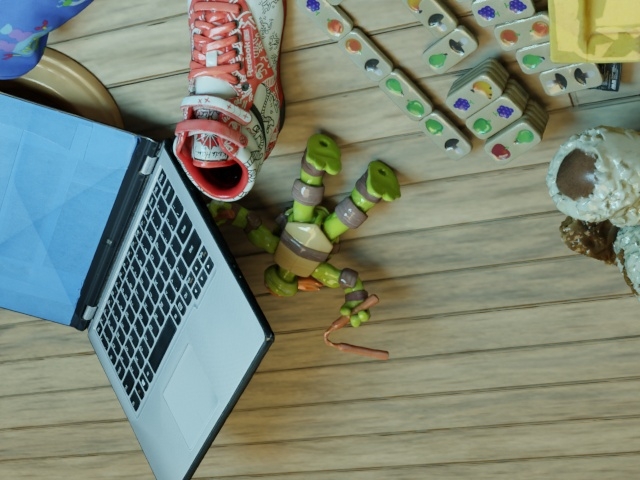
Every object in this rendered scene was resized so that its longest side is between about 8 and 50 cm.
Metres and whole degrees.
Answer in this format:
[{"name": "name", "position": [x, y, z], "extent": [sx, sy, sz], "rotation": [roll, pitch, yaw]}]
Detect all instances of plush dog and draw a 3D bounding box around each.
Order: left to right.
[{"name": "plush dog", "position": [0.357, -0.007, 1.340], "extent": [0.262, 0.210, 0.225], "rotation": [41, 153, 19]}]

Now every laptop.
[{"name": "laptop", "position": [-0.290, 0.066, 1.533], "extent": [0.408, 0.236, 0.382], "rotation": [60, 145, 24]}]

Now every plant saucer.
[{"name": "plant saucer", "position": [-0.315, -0.125, 1.531], "extent": [0.200, 0.037, 0.200], "rotation": [10, 133, 11]}]

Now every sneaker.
[{"name": "sneaker", "position": [-0.091, -0.166, 1.343], "extent": [0.090, 0.145, 0.270], "rotation": [7, 132, 13]}]

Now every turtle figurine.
[{"name": "turtle figurine", "position": [0.000, 0.000, 1.502], "extent": [0.269, 0.087, 0.217], "rotation": [34, 125, 0]}]

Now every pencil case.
[{"name": "pencil case", "position": [-0.241, -0.272, 1.320], "extent": [0.306, 0.133, 0.119], "rotation": [-32, 75, 37]}]

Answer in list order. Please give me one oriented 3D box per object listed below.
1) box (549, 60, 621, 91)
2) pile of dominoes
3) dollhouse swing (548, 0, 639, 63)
[{"name": "box", "position": [0.250, -0.180, 1.300], "extent": [0.067, 0.018, 0.083], "rotation": [6, 132, 14]}, {"name": "pile of dominoes", "position": [0.119, -0.181, 1.314], "extent": [0.251, 0.040, 0.196], "rotation": [43, 134, -16]}, {"name": "dollhouse swing", "position": [0.357, -0.293, 1.075], "extent": [0.347, 0.315, 0.305], "rotation": [-1, 98, 15]}]
